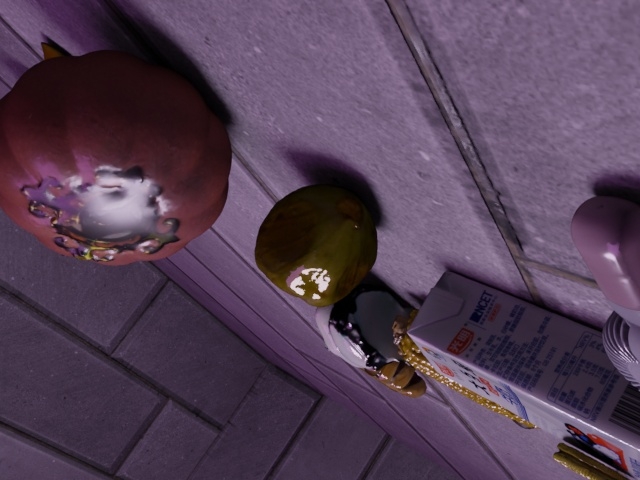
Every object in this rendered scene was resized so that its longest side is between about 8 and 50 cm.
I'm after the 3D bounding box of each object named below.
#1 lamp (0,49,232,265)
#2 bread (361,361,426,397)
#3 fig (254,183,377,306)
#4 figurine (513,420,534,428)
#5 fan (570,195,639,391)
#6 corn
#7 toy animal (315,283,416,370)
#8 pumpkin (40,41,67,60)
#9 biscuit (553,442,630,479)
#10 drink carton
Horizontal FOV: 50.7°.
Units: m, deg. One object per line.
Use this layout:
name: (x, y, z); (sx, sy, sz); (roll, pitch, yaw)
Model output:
lamp: (-0.264, -0.112, 0.870); (0.305, 0.240, 0.305); (-5, 144, -4)
bread: (0.120, 0.247, 1.424); (0.225, 0.081, 0.134); (36, 170, -7)
fig: (0.000, 0.000, 0.828); (0.154, 0.144, 0.166); (5, 146, -12)
figurine: (0.305, 0.256, 1.098); (0.129, 0.054, 0.072); (38, 169, 0)
fan: (0.274, 0.058, 0.544); (0.244, 0.074, 0.130); (50, 171, -28)
corn: (0.219, 0.181, 0.983); (0.261, 0.097, 0.097); (29, 164, 19)
toy animal: (0.072, 0.149, 1.118); (0.166, 0.138, 0.179); (55, 156, -9)
pumpkin: (-0.385, -0.153, 1.095); (0.280, 0.190, 0.139); (38, 166, -5)
biscuit: (0.302, 0.255, 0.753); (0.084, 0.023, 0.084); (27, 173, 4)
drink carton: (0.261, 0.154, 0.781); (0.315, 0.106, 0.130); (23, 160, 39)
